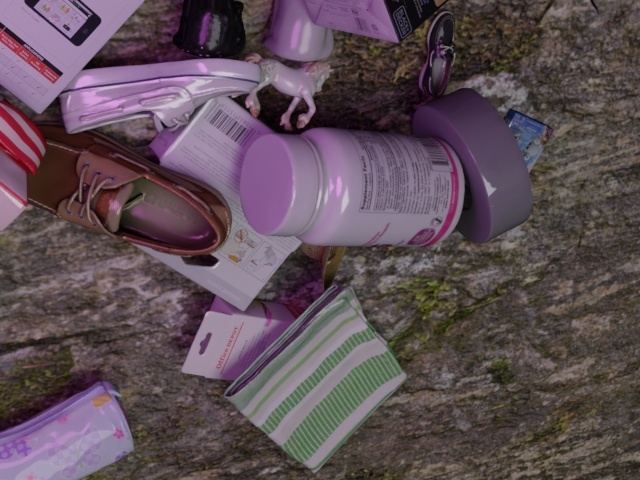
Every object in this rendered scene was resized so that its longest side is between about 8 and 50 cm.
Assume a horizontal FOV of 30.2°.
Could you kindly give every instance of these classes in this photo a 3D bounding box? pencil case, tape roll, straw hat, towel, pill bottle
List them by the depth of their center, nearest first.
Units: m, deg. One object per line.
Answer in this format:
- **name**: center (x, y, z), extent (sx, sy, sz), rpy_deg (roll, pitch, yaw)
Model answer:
- **pill bottle**: center (0.043, -0.071, 1.618), extent (0.283, 0.160, 0.160), rpy_deg (1, 117, -35)
- **pencil case**: center (-0.404, 0.302, 1.701), extent (0.273, 0.113, 0.124), rpy_deg (-23, 107, -15)
- **tape roll**: center (0.218, -0.108, 1.725), extent (0.072, 0.219, 0.219), rpy_deg (-26, 127, -14)
- **straw hat**: center (0.000, 0.000, 1.769), extent (0.061, 0.144, 0.145), rpy_deg (17, 115, 9)
- **towel**: center (0.007, 0.223, 1.860), extent (0.248, 0.038, 0.325), rpy_deg (-44, 144, -7)

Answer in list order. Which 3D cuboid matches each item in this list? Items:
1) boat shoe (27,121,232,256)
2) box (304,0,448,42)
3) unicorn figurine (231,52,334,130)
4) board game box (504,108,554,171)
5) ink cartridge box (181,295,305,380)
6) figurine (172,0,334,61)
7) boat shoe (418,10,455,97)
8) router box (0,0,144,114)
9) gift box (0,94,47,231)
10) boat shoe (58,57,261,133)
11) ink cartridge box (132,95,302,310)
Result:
- **boat shoe**: center (-0.263, -0.063, 1.504), extent (0.323, 0.120, 0.123), rpy_deg (17, 101, -11)
- **box**: center (0.125, -0.377, 1.502), extent (0.290, 0.169, 0.087), rpy_deg (-42, 129, -22)
- **unicorn figurine**: center (-0.041, -0.207, 1.596), extent (0.161, 0.060, 0.111), rpy_deg (22, 77, -38)
- **board game box**: center (0.314, -0.153, 1.878), extent (0.090, 0.020, 0.090), rpy_deg (17, 110, -35)
- **ink cartridge box**: center (-0.117, 0.150, 1.795), extent (0.198, 0.067, 0.115), rpy_deg (12, 111, -35)
- **figurine**: center (-0.072, -0.342, 1.520), extent (0.214, 0.092, 0.210), rpy_deg (-2, 115, -28)
- **boat shoe**: center (0.175, -0.269, 1.722), extent (0.046, 0.038, 0.125), rpy_deg (2, 117, -29)
- **router box**: center (-0.351, -0.359, 1.355), extent (0.301, 0.082, 0.335), rpy_deg (-46, 129, 3)
- **gift box**: center (-0.483, -0.114, 1.329), extent (0.258, 0.276, 0.255), rpy_deg (-39, 127, 12)
- **boat shoe**: center (-0.201, -0.179, 1.508), extent (0.258, 0.095, 0.084), rpy_deg (-6, 88, -3)
- **ink cartridge box**: center (-0.133, -0.058, 1.667), extent (0.275, 0.060, 0.239), rpy_deg (35, 98, -38)
